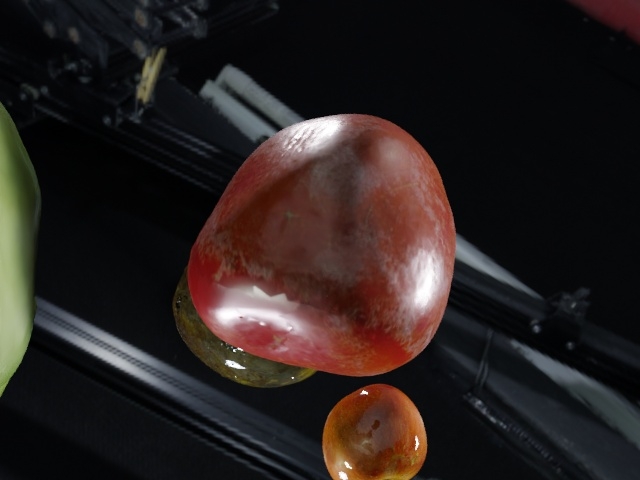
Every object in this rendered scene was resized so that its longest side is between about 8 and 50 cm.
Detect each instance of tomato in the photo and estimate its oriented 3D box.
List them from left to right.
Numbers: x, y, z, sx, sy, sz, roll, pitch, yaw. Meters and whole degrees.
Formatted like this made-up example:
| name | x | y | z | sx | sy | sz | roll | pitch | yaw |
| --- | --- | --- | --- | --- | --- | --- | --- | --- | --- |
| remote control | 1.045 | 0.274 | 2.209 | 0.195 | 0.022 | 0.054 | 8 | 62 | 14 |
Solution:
| name | x | y | z | sx | sy | sz | roll | pitch | yaw |
| --- | --- | --- | --- | --- | --- | --- | --- | --- | --- |
| tomato | 0.000 | 0.000 | 0.503 | 0.187 | 0.151 | 0.187 | -4 | -102 | 19 |

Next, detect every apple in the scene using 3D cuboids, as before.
| name | x | y | z | sx | sy | sz | roll | pitch | yaw |
| --- | --- | --- | --- | --- | --- | --- | --- | --- | --- |
| apple | 0.079 | 0.291 | 1.112 | 0.163 | 0.163 | 0.139 | -5 | -118 | -20 |

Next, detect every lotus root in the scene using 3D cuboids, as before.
| name | x | y | z | sx | sy | sz | roll | pitch | yaw |
| --- | --- | --- | --- | --- | --- | --- | --- | --- | --- |
| lotus root | -0.056 | 0.068 | 0.661 | 0.209 | 0.120 | 0.120 | 13 | -143 | 42 |

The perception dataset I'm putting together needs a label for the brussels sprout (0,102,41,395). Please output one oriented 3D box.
| name | x | y | z | sx | sy | sz | roll | pitch | yaw |
| --- | --- | --- | --- | --- | --- | --- | --- | --- | --- |
| brussels sprout | -0.345 | -0.002 | 0.431 | 0.342 | 0.361 | 0.425 | -23 | -151 | -21 |
